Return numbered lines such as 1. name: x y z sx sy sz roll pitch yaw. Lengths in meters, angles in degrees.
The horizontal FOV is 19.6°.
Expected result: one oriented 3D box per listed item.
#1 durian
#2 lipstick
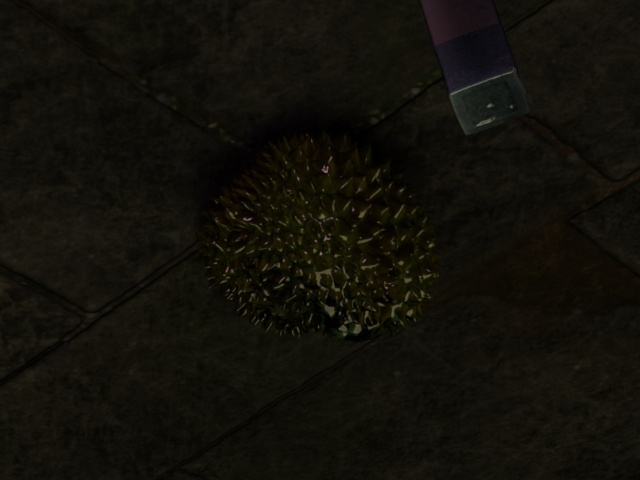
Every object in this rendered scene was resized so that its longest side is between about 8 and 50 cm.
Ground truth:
1. durian: 0.001 -0.004 2.115 0.291 0.224 0.291 18 164 5
2. lipstick: 0.126 -0.242 1.767 0.068 0.317 0.066 -20 140 9
